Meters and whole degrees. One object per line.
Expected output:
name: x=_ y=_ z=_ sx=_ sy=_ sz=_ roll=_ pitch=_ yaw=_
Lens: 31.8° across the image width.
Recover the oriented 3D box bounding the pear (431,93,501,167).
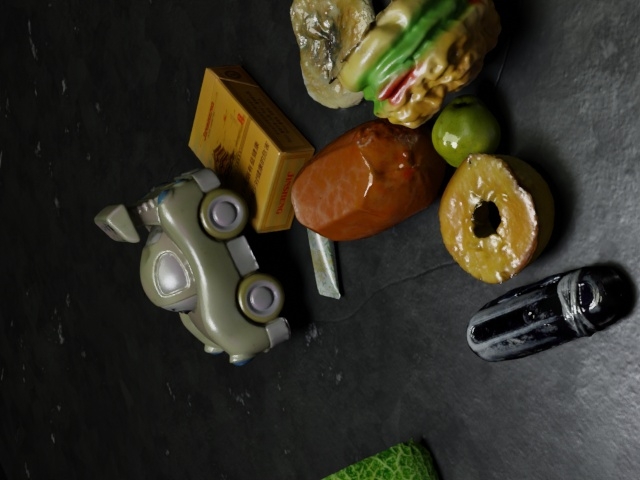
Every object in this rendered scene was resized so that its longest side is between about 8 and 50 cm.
pear: x=0.191 y=-0.145 z=1.491 sx=0.092 sy=0.092 sz=0.097 roll=2 pitch=100 yaw=56

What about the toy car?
toy car: x=-0.221 y=0.058 z=1.956 sx=0.336 sy=0.226 sz=0.242 roll=68 pitch=162 yaw=-8

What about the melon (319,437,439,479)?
melon: x=0.087 y=0.526 z=1.738 sx=0.343 sy=0.331 sz=0.226 roll=62 pitch=180 yaw=15

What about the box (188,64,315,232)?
box: x=-0.127 y=-0.164 z=1.970 sx=0.274 sy=0.076 sz=0.174 roll=50 pitch=135 yaw=37

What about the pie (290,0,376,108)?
pie: x=0.030 y=-0.315 z=1.724 sx=0.185 sy=0.052 sz=0.218 roll=-12 pitch=89 yaw=51

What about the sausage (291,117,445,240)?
sausage: x=0.066 y=-0.085 z=1.640 sx=0.268 sy=0.141 sz=0.153 roll=-29 pitch=73 yaw=52

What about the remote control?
remote control: x=0.278 y=0.097 z=1.433 sx=0.266 sy=0.066 sz=0.090 roll=-31 pitch=76 yaw=55

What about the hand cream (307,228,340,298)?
hand cream: x=0.000 y=0.000 z=1.851 sx=0.067 sy=0.042 sz=0.194 roll=6 pitch=106 yaw=54

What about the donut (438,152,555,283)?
donut: x=0.233 y=-0.032 z=1.462 sx=0.162 sy=0.065 sz=0.178 roll=58 pitch=143 yaw=18

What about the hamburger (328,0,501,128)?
hamburger: x=0.138 y=-0.250 z=1.449 sx=0.149 sy=0.237 sz=0.237 roll=39 pitch=138 yaw=0
